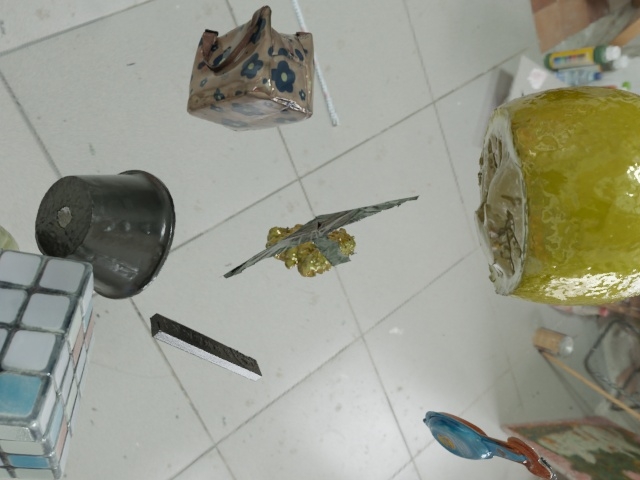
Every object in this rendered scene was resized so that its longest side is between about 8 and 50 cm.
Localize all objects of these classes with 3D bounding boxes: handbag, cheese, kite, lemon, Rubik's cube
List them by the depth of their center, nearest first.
[{"bbox_3d":[-0.001,-0.001,0.591,0.229,0.250,0.012,-24,101,0],"label":"kite"},{"bbox_3d":[-0.483,0.177,0.813,0.256,0.253,0.259,9,51,-12],"label":"Rubik's cube"},{"bbox_3d":[0.421,-0.068,0.871,0.364,0.364,0.365,-6,101,-31],"label":"lemon"},{"bbox_3d":[0.255,0.323,0.903,0.037,0.256,0.106,-45,107,-27],"label":"cheese"},{"bbox_3d":[-0.135,-0.339,1.146,0.190,0.251,0.193,9,83,-47],"label":"handbag"}]

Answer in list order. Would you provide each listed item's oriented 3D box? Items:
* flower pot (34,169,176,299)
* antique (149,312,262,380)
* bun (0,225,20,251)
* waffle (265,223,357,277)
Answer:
[{"bbox_3d":[-0.428,-0.029,1.084,0.166,0.268,0.269,26,83,-59],"label":"flower pot"},{"bbox_3d":[-0.138,0.136,0.706,0.015,0.031,0.192,-37,138,11],"label":"antique"},{"bbox_3d":[-0.654,0.025,1.030,0.188,0.164,0.111,51,26,-47],"label":"bun"},{"bbox_3d":[-0.001,0.011,0.898,0.191,0.160,0.046,-1,110,-39],"label":"waffle"}]
